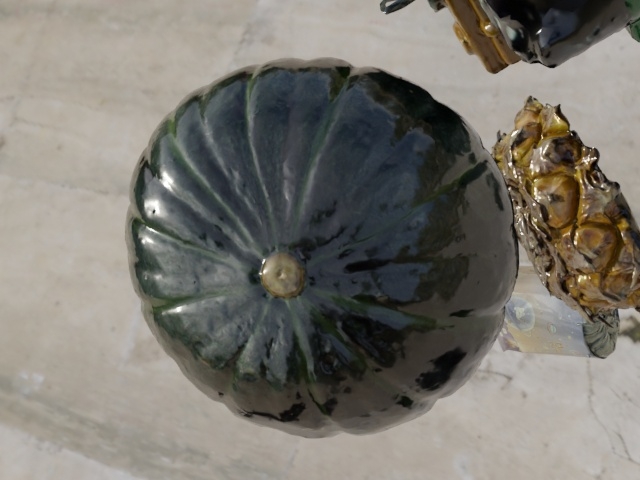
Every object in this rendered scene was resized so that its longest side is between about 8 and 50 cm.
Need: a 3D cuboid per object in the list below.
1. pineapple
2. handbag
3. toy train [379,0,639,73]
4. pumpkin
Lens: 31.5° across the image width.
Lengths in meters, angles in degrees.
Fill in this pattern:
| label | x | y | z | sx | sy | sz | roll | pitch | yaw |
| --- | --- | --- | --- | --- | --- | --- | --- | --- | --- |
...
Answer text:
| label | x | y | z | sx | sy | sz | roll | pitch | yaw |
| --- | --- | --- | --- | --- | --- | --- | --- | --- | --- |
| pineapple | 0.200 | -0.019 | 0.947 | 0.076 | 0.225 | 0.225 | -26 | 53 | 1 |
| handbag | 0.281 | 0.086 | 1.354 | 0.173 | 0.117 | 0.095 | 0 | 42 | 39 |
| toy train | 0.233 | -0.242 | 0.726 | 0.429 | 0.178 | 0.249 | -31 | 40 | 11 |
| pumpkin | 0.000 | 0.000 | 0.726 | 0.250 | 0.250 | 0.216 | -29 | 21 | 17 |
